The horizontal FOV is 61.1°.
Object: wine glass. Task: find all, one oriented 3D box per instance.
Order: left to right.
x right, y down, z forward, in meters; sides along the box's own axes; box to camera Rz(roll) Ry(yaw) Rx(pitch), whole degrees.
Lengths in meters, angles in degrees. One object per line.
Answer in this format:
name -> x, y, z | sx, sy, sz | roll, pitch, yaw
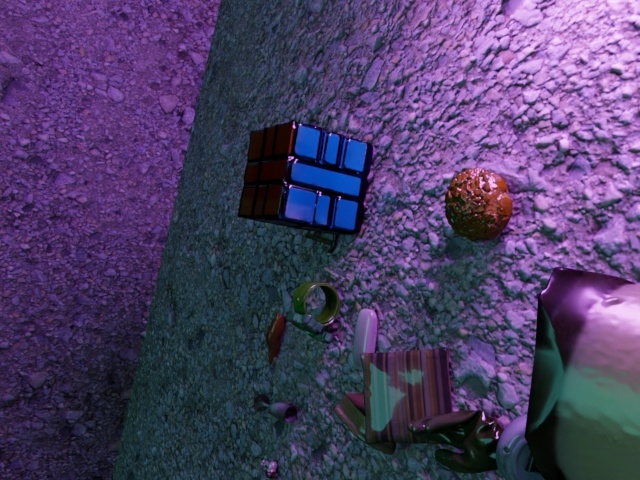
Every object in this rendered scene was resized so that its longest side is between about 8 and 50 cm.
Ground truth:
wine glass -> -0.145, 0.548, 1.773 | 0.198, 0.066, 0.066 | -6, 77, 54

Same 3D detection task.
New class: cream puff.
cream puff -> 0.329, -0.078, 1.157 | 0.150, 0.115, 0.165 | -58, 38, 35

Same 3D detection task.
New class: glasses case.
glasses case -> 0.119, 0.265, 1.455 | 0.063, 0.041, 0.164 | -1, 81, 58

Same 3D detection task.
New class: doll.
doll -> -0.171, 0.748, 1.776 | 0.085, 0.040, 0.058 | -24, 50, 48

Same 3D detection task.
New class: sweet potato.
sweet potato -> -0.161, 0.339, 1.858 | 0.056, 0.056, 0.195 | 23, 106, 57

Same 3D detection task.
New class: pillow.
pillow -> 0.196, 0.355, 1.237 | 0.212, 0.052, 0.208 | -8, 74, 20

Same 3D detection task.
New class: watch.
watch -> -0.010, 0.205, 1.607 | 0.131, 0.165, 0.152 | -3, 55, 58

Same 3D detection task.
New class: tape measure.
tape measure -> 0.400, 0.293, 0.922 | 0.084, 0.164, 0.330 | -50, -30, -85

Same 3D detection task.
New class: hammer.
hammer -> 0.000, 0.000, 1.734 | 0.182, 0.017, 0.062 | 16, 95, 59

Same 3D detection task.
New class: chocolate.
chocolate -> 0.474, 0.208, 0.704 | 0.297, 0.314, 0.326 | -4, 75, 48

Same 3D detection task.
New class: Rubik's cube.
Rubik's cube -> -0.048, -0.174, 1.608 | 0.293, 0.288, 0.283 | 11, 90, 59

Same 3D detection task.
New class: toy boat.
toy boat -> 0.126, 0.445, 1.331 | 0.188, 0.116, 0.061 | 30, 102, 55

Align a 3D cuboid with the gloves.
gloves -> 0.301, 0.401, 1.086 | 0.268, 0.107, 0.135 | 1, 91, 40
